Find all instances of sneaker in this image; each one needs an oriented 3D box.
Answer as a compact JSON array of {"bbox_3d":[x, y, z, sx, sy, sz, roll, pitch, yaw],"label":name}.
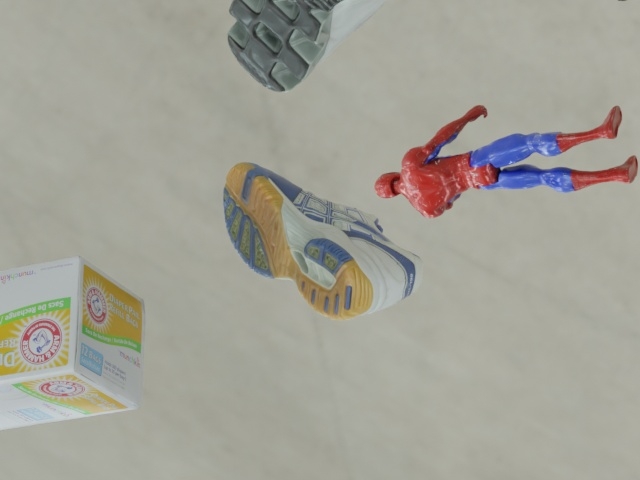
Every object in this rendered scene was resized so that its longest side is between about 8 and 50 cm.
[{"bbox_3d":[0.000,0.000,2.277,0.296,0.131,0.112,42,130,40],"label":"sneaker"},{"bbox_3d":[0.026,-0.260,1.645,0.122,0.146,0.330,49,152,2],"label":"sneaker"}]

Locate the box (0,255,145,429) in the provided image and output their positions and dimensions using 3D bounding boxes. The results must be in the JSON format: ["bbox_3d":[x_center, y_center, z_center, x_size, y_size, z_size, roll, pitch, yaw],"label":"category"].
[{"bbox_3d":[-0.264,0.093,1.637,0.203,0.103,0.114,-10,155,21],"label":"box"}]

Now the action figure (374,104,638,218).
[{"bbox_3d":[0.193,-0.092,2.010,0.280,0.139,0.091,-10,115,25],"label":"action figure"}]
